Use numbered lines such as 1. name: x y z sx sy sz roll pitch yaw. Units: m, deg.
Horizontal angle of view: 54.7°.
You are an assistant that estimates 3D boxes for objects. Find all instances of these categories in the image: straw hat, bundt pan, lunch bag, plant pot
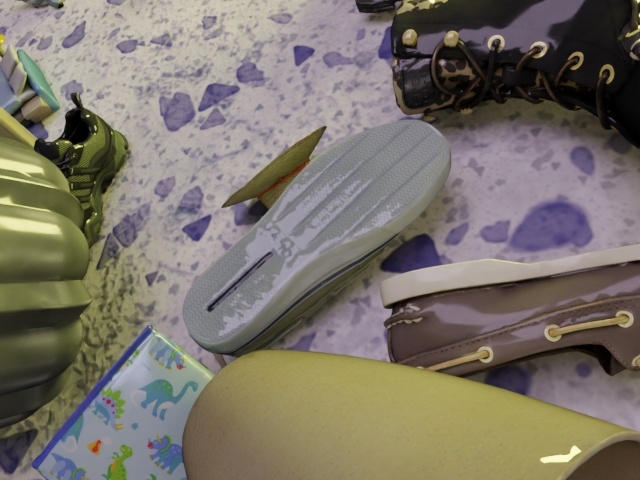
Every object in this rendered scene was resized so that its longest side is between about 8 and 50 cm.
1. straw hat: -0.032 -0.056 0.673 0.144 0.144 0.061 -37 92 -2
2. bundt pan: -0.344 0.042 0.647 0.331 0.124 0.331 -3 86 45
3. lunch bag: -0.149 0.172 0.540 0.129 0.096 0.151 38 72 -1
4. plant pot: 0.030 0.182 0.416 0.274 0.256 0.256 22 71 46

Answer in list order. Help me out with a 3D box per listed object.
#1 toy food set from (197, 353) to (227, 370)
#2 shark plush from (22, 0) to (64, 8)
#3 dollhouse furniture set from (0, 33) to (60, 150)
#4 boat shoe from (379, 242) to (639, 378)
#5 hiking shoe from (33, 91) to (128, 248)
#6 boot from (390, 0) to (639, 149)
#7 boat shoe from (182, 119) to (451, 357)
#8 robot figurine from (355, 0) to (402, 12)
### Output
1. toy food set: -0.146 0.160 0.618 0.122 0.019 0.078 -35 54 0
2. shark plush: -0.524 -0.470 1.129 0.161 0.067 0.073 7 64 26
3. dollhouse furniture set: -0.555 -0.176 0.884 0.286 0.198 0.303 -36 53 -1
4. boat shoe: 0.210 0.057 0.479 0.324 0.116 0.097 -8 76 12
5. hiking shoe: -0.328 -0.071 0.776 0.086 0.114 0.227 -3 60 22
6. boot: 0.211 -0.156 0.579 0.284 0.138 0.377 -2 52 21
7. boat shoe: 0.000 0.000 0.607 0.302 0.094 0.109 -38 63 -1
8. robot figurine: 0.149 -0.407 0.800 0.291 0.085 0.211 -20 54 10
